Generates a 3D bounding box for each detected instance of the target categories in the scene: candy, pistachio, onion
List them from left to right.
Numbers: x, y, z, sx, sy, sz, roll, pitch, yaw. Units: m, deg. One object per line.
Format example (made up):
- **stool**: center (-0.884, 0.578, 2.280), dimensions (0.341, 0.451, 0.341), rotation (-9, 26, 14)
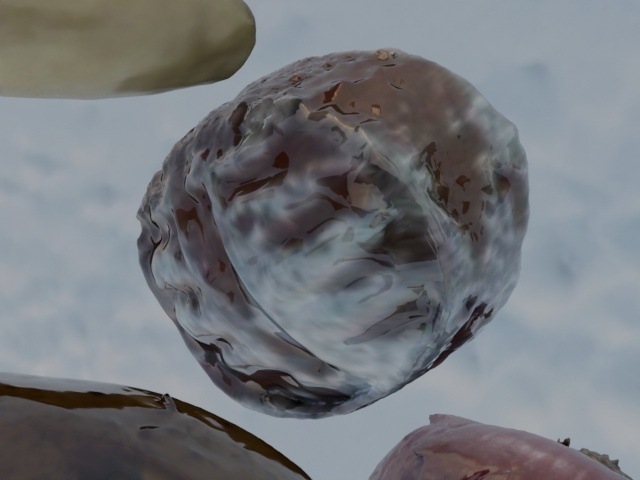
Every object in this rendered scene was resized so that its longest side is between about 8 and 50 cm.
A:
- **pistachio**: center (-0.181, -0.166, 1.157), dimensions (0.187, 0.299, 0.188), rotation (-171, 90, -86)
- **candy**: center (0.000, 0.000, 1.244), dimensions (0.214, 0.157, 0.289), rotation (55, 140, 0)
- **onion**: center (0.164, 0.295, 1.509), dimensions (0.347, 0.285, 0.347), rotation (32, 164, 10)

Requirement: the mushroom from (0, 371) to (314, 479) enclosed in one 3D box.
- **mushroom**: center (-0.104, 0.237, 0.780), dimensions (0.334, 0.331, 0.356), rotation (-106, 20, -80)
